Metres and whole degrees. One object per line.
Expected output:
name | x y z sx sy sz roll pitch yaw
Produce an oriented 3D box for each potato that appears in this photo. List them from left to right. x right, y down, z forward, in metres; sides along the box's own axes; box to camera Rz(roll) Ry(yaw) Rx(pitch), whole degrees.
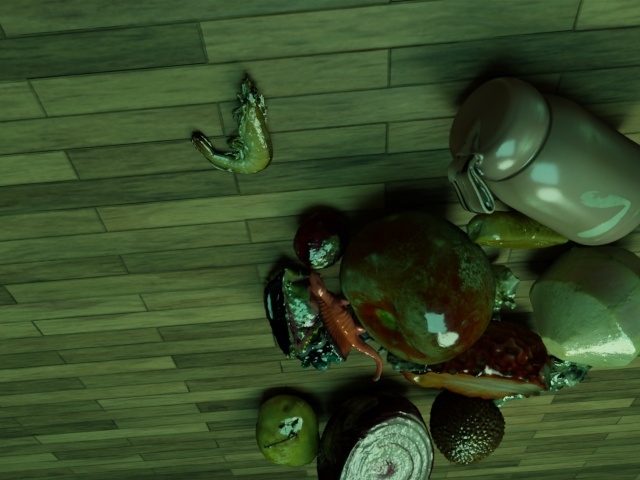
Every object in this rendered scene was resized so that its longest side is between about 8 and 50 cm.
potato | -0.086 0.525 1.550 0.172 0.140 0.300 -10 138 -3

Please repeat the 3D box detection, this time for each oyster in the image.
oyster | 0.233 0.154 1.133 0.100 0.271 0.275 49 151 -20
oyster | 0.569 0.348 1.462 0.251 0.087 0.199 3 143 -25

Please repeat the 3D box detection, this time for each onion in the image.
onion | 0.000 0.000 1.004 0.107 0.097 0.107 -24 130 -32
onion | 0.134 0.542 1.497 0.281 0.260 0.337 14 96 -17

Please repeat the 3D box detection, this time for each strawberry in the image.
strawberry | 0.347 0.261 1.294 0.335 0.149 0.265 4 157 7

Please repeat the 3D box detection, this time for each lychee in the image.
lychee | 0.356 0.461 1.424 0.194 0.195 0.195 -2 139 -2

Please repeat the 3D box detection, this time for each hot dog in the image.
hot dog | 0.340 -0.018 0.962 0.087 0.061 0.285 -9 173 39

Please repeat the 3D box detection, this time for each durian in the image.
durian | -0.044 0.132 1.133 0.108 0.187 0.119 -11 -173 -28

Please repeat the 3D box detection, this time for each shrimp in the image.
shrimp | -0.135 -0.166 0.847 0.124 0.034 0.178 0 144 5

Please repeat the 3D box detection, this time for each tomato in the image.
tomato | 0.173 0.069 0.974 0.270 0.223 0.270 35 156 18

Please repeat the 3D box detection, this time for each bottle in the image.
bottle | 0.325 -0.102 0.828 0.296 0.207 0.173 23 176 -27

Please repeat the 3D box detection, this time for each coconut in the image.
coconut | 0.508 0.125 1.069 0.236 0.237 0.197 -24 112 22

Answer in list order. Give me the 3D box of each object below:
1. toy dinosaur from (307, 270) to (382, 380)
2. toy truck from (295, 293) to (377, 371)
toy dinosaur | 0.049 0.182 1.033 0.070 0.139 0.286 -26 109 11
toy truck | 0.029 0.177 1.189 0.215 0.116 0.110 -29 134 16
